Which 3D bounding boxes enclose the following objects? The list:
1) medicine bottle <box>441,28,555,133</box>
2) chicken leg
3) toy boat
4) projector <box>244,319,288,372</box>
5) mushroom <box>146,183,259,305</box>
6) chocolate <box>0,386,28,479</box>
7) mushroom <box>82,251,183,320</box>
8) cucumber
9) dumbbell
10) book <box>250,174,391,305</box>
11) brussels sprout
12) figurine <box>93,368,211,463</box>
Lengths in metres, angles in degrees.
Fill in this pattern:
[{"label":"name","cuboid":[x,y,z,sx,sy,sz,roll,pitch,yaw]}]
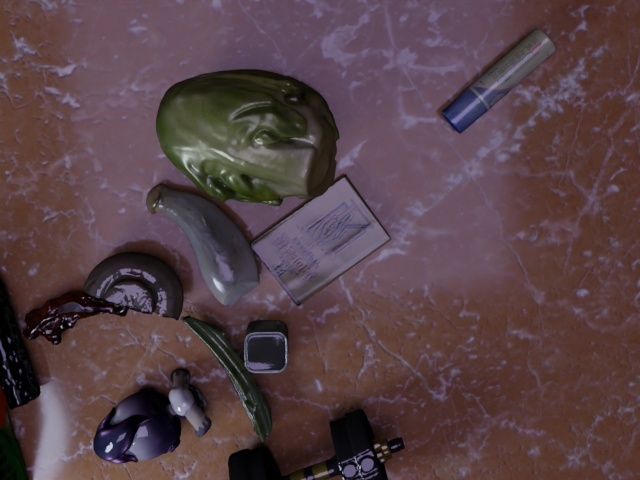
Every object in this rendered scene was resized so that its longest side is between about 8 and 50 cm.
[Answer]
[{"label":"medicine bottle","cuboid":[0.330,-0.296,1.531,0.231,0.059,0.059,-42,100,6]},{"label":"chicken leg","cuboid":[-0.484,0.143,1.603,0.219,0.048,0.089,-23,104,3]},{"label":"toy boat","cuboid":[-0.173,0.260,1.616,0.055,0.093,0.293,-34,101,-13]},{"label":"projector","cuboid":[-0.105,0.207,1.609,0.083,0.082,0.083,0,101,-2]},{"label":"mushroom","cuboid":[-0.216,-0.008,1.561,0.118,0.103,0.270,-36,90,2]},{"label":"chocolate","cuboid":[-0.723,0.402,1.508,0.162,0.360,0.341,-7,102,13]},{"label":"mushroom","cuboid":[-0.348,0.081,1.554,0.188,0.141,0.117,12,79,-7]},{"label":"cucumber","cuboid":[-0.622,0.184,1.598,0.072,0.072,0.300,-15,101,2]},{"label":"dumbbell","cuboid":[-0.020,0.461,1.612,0.389,0.185,0.185,-21,101,3]},{"label":"book","cuboid":[0.000,0.000,1.599,0.231,0.026,0.161,-36,100,6]},{"label":"brussels sprout","cuboid":[-0.126,-0.179,1.431,0.328,0.328,0.247,8,110,-3]},{"label":"figurine","cuboid":[-0.335,0.362,1.605,0.222,0.145,0.145,-31,101,0]}]
